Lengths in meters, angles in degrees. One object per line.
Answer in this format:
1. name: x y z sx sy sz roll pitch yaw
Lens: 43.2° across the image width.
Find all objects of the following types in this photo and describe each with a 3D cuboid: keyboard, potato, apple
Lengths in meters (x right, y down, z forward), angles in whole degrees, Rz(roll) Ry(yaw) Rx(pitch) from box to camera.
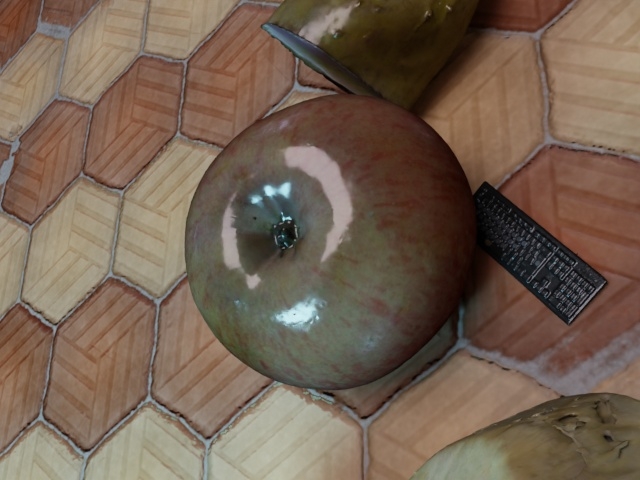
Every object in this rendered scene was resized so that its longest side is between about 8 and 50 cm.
1. keyboard: 0.225 0.008 0.889 0.063 0.010 0.198 -51 48 10
2. potato: 0.095 -0.308 1.020 0.266 0.229 0.229 -53 47 0
3. apple: 0.000 0.000 0.896 0.345 0.269 0.345 -16 61 31

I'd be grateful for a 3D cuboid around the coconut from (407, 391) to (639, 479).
1. coconut: 0.192 0.285 0.584 0.352 0.352 0.352 -17 60 32
